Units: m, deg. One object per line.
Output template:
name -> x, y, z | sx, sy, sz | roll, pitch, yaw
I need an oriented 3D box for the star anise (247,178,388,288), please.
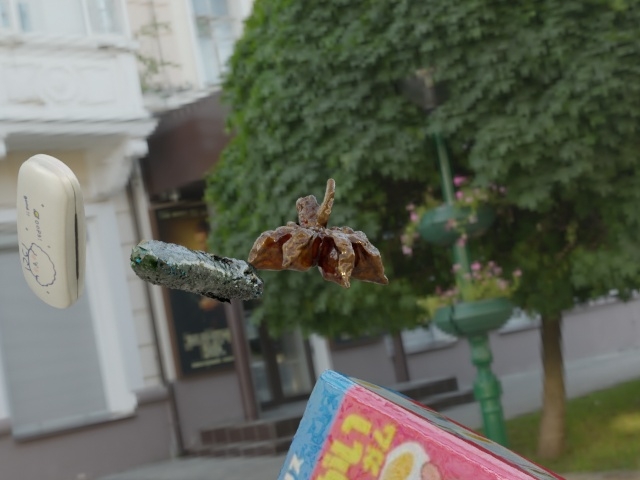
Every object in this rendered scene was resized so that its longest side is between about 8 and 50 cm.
star anise -> -0.005, 0.005, 1.623 | 0.196, 0.212, 0.111 | -24, -41, -30

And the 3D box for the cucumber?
cucumber -> -0.119, 0.031, 1.096 | 0.044, 0.043, 0.257 | -32, -16, 13

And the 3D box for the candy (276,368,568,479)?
candy -> 0.094, 0.229, 0.900 | 0.100, 0.157, 0.306 | 22, 0, -43

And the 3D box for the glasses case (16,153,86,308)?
glasses case -> -0.301, -0.007, 1.281 | 0.076, 0.197, 0.049 | 26, 41, 21
